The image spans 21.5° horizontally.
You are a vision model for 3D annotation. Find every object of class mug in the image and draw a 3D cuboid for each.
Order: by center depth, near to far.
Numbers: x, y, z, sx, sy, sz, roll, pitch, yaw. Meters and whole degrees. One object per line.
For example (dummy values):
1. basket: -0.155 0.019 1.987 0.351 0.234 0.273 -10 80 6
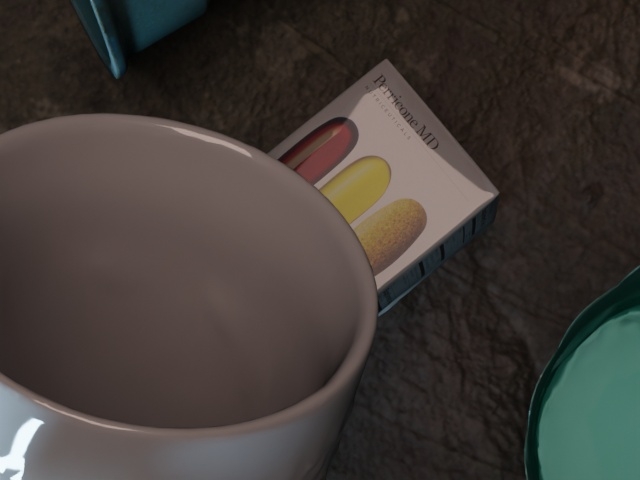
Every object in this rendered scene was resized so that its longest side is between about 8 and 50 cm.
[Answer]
1. mug: -0.181 0.129 1.068 0.374 0.328 0.276 1 42 -19

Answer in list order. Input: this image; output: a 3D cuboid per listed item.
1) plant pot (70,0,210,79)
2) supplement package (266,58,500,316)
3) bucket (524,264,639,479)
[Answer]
1. plant pot: -0.073 -0.344 1.249 0.334 0.341 0.341 -26 81 -7
2. supplement package: 0.000 0.000 1.276 0.244 0.134 0.139 -40 81 -2
3. bucket: 0.276 0.148 1.209 0.281 0.183 0.281 -1 83 5
